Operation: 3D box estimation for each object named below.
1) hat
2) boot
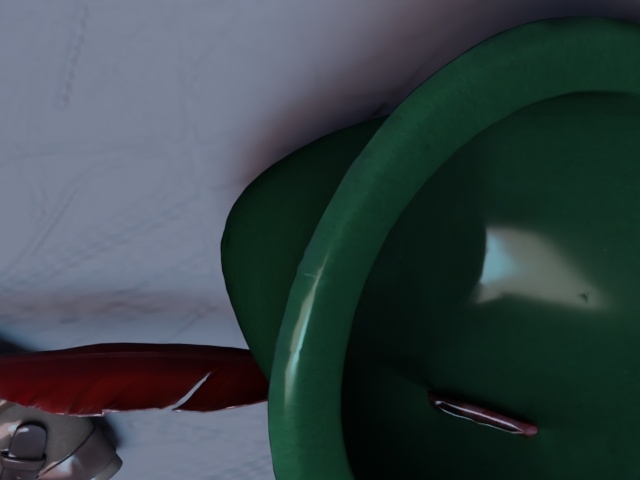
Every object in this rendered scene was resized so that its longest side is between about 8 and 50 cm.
[{"bbox_3d":[0.000,0.000,0.595,0.208,0.183,0.173,-1,108,-38],"label":"hat"},{"bbox_3d":[-0.126,0.083,0.652,0.087,0.042,0.118,38,117,-13],"label":"boot"}]
